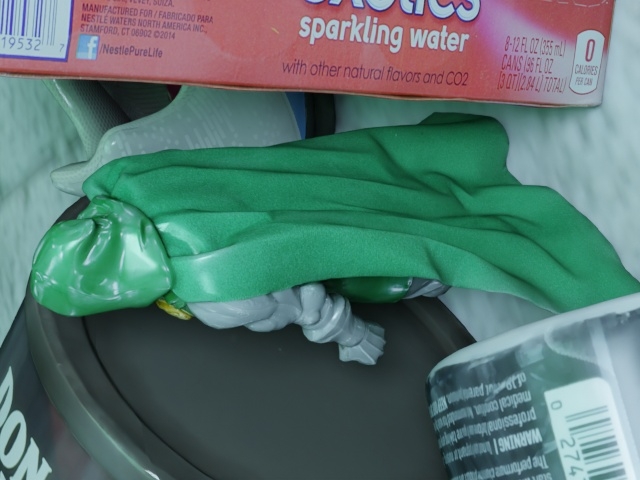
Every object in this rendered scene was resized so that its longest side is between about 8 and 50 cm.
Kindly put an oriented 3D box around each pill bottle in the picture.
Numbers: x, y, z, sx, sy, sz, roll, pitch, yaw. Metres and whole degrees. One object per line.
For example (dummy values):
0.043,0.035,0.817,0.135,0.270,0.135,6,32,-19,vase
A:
0.124,0.143,0.464,0.130,0.130,0.245,-25,74,44,pill bottle

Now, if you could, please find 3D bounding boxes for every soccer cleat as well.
-0.100,-0.162,0.671,0.116,0.143,0.331,-37,66,41,soccer cleat

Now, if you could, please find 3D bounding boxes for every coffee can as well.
-0.071,0.141,0.614,0.201,0.202,0.275,52,126,31,coffee can

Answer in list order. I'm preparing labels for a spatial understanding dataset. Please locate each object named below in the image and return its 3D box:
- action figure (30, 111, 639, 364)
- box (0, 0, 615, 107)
0.000,0.000,0.511,0.137,0.232,0.063,41,120,38,action figure
-0.036,-0.132,0.493,0.142,0.300,0.154,17,104,44,box
